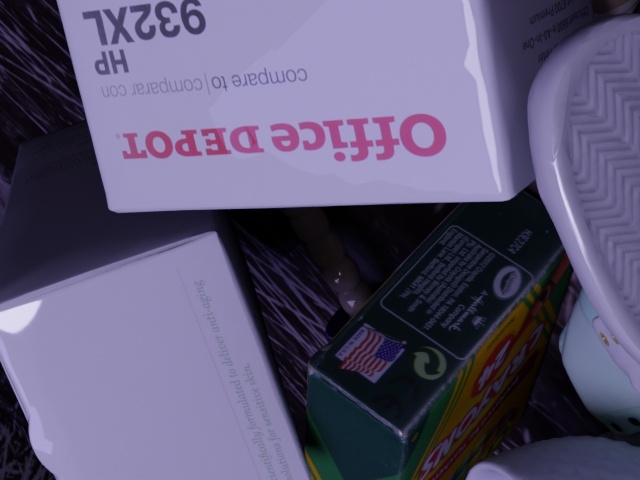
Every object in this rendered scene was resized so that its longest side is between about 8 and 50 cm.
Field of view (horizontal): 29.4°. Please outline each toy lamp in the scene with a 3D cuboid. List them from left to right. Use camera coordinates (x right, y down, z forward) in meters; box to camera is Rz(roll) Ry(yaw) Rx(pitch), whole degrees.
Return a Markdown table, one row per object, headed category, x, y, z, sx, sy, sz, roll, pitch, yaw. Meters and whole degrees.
| category | x | y | z | sx | sy | sz | roll | pitch | yaw |
| --- | --- | --- | --- | --- | --- | --- | --- | --- | --- |
| toy lamp | 0.000 | 0.000 | 0.960 | 0.080 | 0.080 | 0.274 | -3 | 123 | 54 |

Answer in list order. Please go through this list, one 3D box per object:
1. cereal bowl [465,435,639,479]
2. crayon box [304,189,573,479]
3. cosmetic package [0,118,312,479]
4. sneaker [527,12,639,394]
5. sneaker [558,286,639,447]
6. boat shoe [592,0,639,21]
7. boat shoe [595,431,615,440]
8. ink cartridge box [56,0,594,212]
| category | x | y | z | sx | sy | sz | roll | pitch | yaw |
| --- | --- | --- | --- | --- | --- | --- | --- | --- | --- |
| cereal bowl | 0.216 | 0.271 | 0.744 | 0.339 | 0.141 | 0.339 | 162 | 90 | -79 |
| crayon box | 0.079 | 0.124 | 0.887 | 0.081 | 0.202 | 0.318 | 34 | 151 | 20 |
| cosmetic package | -0.129 | 0.038 | 0.891 | 0.365 | 0.155 | 0.197 | -117 | 8 | -66 |
| sneaker | 0.157 | 0.017 | 0.551 | 0.292 | 0.108 | 0.169 | 48 | 174 | -23 |
| sneaker | 0.256 | 0.106 | 0.734 | 0.256 | 0.094 | 0.151 | 46 | 148 | 19 |
| boat shoe | 0.043 | -0.151 | 0.680 | 0.285 | 0.103 | 0.092 | 21 | 139 | 28 |
| boat shoe | 0.302 | 0.256 | 0.863 | 0.302 | 0.109 | 0.094 | 46 | 150 | 4 |
| ink cartridge box | -0.013 | -0.175 | 0.548 | 0.223 | 0.129 | 0.307 | 0 | 110 | 32 |
